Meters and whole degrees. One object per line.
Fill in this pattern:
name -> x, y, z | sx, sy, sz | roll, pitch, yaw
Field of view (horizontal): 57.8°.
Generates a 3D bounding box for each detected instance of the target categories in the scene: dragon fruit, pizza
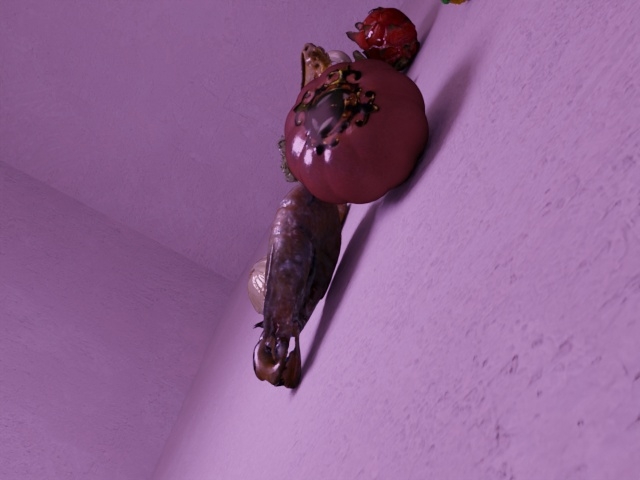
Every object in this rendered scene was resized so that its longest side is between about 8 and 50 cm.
dragon fruit -> 0.206, -0.650, 1.858 | 0.274, 0.192, 0.193 | 54, 131, 32
pizza -> 0.020, -0.307, 1.737 | 0.392, 0.080, 0.435 | 104, 150, -63

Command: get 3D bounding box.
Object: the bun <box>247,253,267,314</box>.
bun -> -0.156, 0.123, 1.793 | 0.220, 0.134, 0.220 | -61, 11, 21

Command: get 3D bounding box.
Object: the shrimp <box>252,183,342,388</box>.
shrimp -> -0.044, 0.084, 1.210 | 0.109, 0.221, 0.446 | -2, 61, 34

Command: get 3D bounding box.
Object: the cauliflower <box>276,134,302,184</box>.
cauliflower -> -0.018, -0.304, 2.051 | 0.281, 0.260, 0.327 | -110, 15, -82

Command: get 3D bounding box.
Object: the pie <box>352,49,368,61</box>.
pie -> 0.162, -0.546, 1.904 | 0.041, 0.187, 0.187 | -36, 13, 8

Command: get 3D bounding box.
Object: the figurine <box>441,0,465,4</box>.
figurine -> 0.359, -0.651, 1.449 | 0.115, 0.095, 0.156 | -21, 18, 44

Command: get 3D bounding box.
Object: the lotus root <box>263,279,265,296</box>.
lotus root -> -0.088, 0.115, 1.479 | 0.118, 0.125, 0.221 | 1, 50, 33

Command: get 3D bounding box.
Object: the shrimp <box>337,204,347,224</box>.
shrimp -> 0.036, -0.038, 1.536 | 0.091, 0.043, 0.184 | -64, -1, 37

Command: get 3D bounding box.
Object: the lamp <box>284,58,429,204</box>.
lamp -> 0.077, -0.209, 1.173 | 0.305, 0.239, 0.306 | -14, 61, 28

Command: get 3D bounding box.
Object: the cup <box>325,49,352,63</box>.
cup -> 0.053, -0.456, 1.857 | 0.202, 0.255, 0.173 | 0, 45, 51
